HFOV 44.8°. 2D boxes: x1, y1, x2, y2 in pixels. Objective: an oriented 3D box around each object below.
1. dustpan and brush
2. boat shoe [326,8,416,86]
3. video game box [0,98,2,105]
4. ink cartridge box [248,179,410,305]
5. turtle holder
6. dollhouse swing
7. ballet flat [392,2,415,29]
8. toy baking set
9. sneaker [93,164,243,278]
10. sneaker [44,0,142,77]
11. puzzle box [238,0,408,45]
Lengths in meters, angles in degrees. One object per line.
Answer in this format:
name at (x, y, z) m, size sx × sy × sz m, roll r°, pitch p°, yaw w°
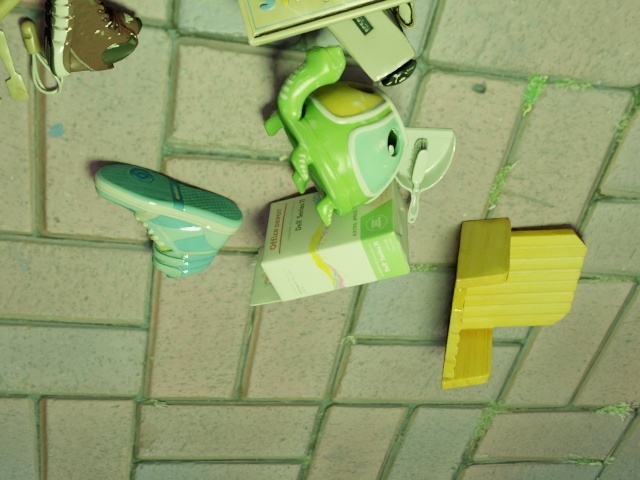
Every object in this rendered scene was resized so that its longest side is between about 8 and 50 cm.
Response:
dustpan and brush at (0.210, -0.138, 1.688) m, size 0.147 × 0.060 × 0.211 m, roll 0°, pitch 127°, yaw -11°
boat shoe at (0.049, -0.427, 1.408) m, size 0.127 × 0.158 × 0.341 m, roll -32°, pitch 97°, yaw 9°
video game box at (-0.728, -0.223, 1.451) m, size 0.205 × 0.048 × 0.187 m, roll 22°, pitch 123°, yaw -25°
ink cartridge box at (0.000, 0.000, 1.630) m, size 0.353 × 0.207 × 0.119 m, roll -14°, pitch 128°, yaw 15°
turtle holder at (0.028, -0.215, 1.505) m, size 0.227 × 0.243 × 0.320 m, roll -30°, pitch 105°, yaw -3°
dollhouse swing at (0.461, 0.160, 1.836) m, size 0.304 × 0.315 × 0.347 m, roll 8°, pitch 127°, yaw 8°
ballet flat at (0.140, -0.465, 1.430) m, size 0.057 × 0.052 × 0.168 m, roll -26°, pitch 127°, yaw 9°
toy baking set at (-0.507, -0.362, 1.397) m, size 0.256 × 0.030 × 0.197 m, roll -33°, pitch 126°, yaw 14°
sneaker at (-0.344, -0.023, 1.630) m, size 0.319 × 0.127 × 0.208 m, roll 20°, pitch 119°, yaw -23°
sneaker at (-0.385, -0.413, 1.336) m, size 0.162 × 0.106 × 0.281 m, roll -6°, pitch 138°, yaw -27°
puzzle box at (0.040, -0.507, 1.285) m, size 0.408 × 0.052 × 0.272 m, roll -15°, pitch 100°, yaw 6°
